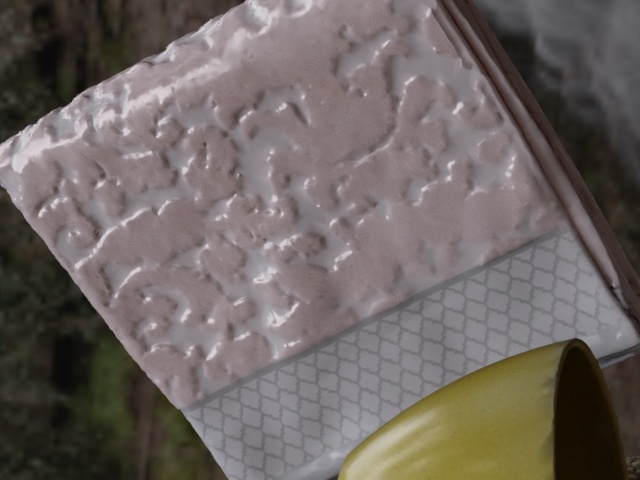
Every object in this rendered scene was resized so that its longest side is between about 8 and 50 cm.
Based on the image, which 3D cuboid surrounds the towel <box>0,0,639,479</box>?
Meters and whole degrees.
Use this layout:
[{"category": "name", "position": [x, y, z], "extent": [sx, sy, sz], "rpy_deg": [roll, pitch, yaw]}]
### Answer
[{"category": "towel", "position": [0.000, 0.000, 1.189], "extent": [0.317, 0.332, 0.053], "rpy_deg": [56, -154, -17]}]

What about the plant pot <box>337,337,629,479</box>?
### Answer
[{"category": "plant pot", "position": [0.061, 0.109, 0.719], "extent": [0.134, 0.095, 0.134], "rpy_deg": [-8, -90, -70]}]

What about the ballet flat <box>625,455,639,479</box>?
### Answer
[{"category": "ballet flat", "position": [0.145, 0.284, 1.397], "extent": [0.182, 0.164, 0.483], "rpy_deg": [-34, -12, -31]}]
